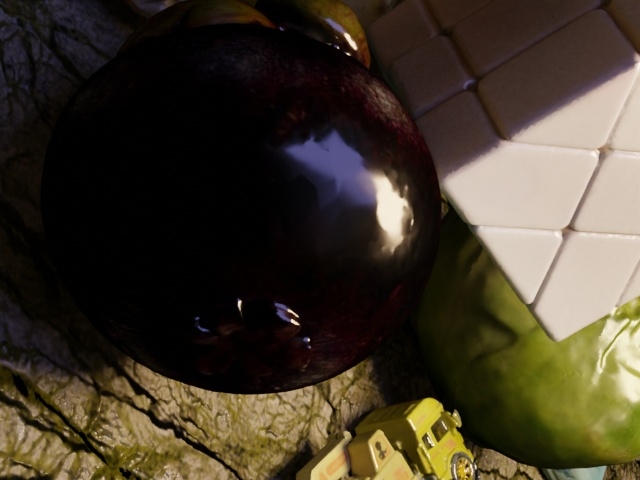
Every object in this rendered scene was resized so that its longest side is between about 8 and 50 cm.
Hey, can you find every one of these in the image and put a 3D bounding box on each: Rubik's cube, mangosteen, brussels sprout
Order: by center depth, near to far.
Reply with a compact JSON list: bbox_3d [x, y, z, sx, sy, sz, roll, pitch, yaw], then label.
[{"bbox_3d":[-0.073,-0.064,1.142,0.382,0.382,0.435,43,32,-38],"label":"mangosteen"},{"bbox_3d":[0.283,-0.142,1.311,0.322,0.318,0.316,49,15,-38],"label":"Rubik's cube"},{"bbox_3d":[0.312,0.136,1.583,0.425,0.342,0.361,33,55,5],"label":"brussels sprout"}]

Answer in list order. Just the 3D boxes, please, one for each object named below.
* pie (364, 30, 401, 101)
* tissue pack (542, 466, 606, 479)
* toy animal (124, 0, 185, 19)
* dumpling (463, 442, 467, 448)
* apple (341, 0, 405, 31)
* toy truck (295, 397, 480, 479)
[{"bbox_3d":[0.022,-0.100,1.425,0.339,0.077,0.339,-12,110,-35],"label":"pie"},{"bbox_3d":[0.384,0.267,1.873,0.263,0.089,0.177,56,43,-25],"label":"tissue pack"},{"bbox_3d":[-0.213,-0.318,1.267,0.185,0.104,0.184,11,42,-34],"label":"toy animal"},{"bbox_3d":[0.159,0.290,1.591,0.052,0.076,0.057,-75,146,-67],"label":"dumpling"},{"bbox_3d":[0.048,-0.312,1.528,0.293,0.163,0.251,20,93,-41],"label":"apple"},{"bbox_3d":[0.071,0.289,1.418,0.272,0.124,0.157,-35,104,-50],"label":"toy truck"}]
